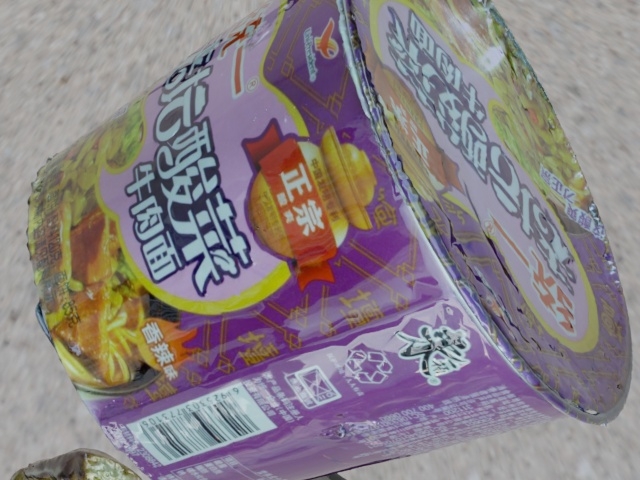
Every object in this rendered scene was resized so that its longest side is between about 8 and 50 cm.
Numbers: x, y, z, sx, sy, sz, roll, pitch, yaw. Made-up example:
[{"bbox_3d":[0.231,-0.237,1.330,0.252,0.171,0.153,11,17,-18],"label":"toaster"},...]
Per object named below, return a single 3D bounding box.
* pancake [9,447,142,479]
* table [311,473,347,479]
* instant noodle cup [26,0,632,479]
[{"bbox_3d":[-0.191,0.241,1.499,0.056,0.257,0.212,-9,115,-34],"label":"pancake"},{"bbox_3d":[-0.072,0.337,1.698,0.249,0.317,0.317,-43,101,-23],"label":"table"},{"bbox_3d":[0.000,0.000,1.196,0.266,0.340,0.339,-25,102,24],"label":"instant noodle cup"}]
